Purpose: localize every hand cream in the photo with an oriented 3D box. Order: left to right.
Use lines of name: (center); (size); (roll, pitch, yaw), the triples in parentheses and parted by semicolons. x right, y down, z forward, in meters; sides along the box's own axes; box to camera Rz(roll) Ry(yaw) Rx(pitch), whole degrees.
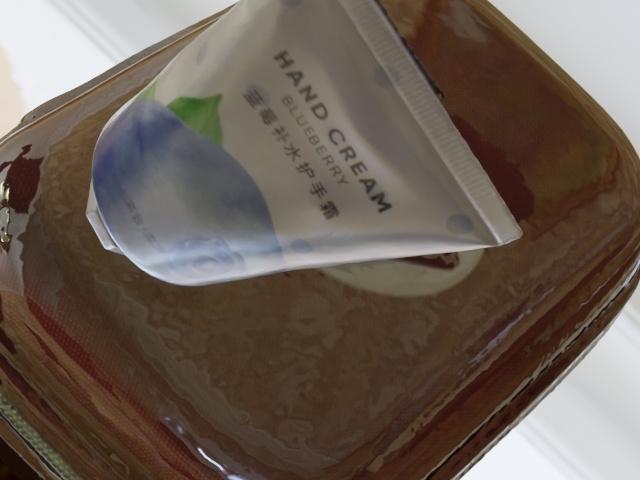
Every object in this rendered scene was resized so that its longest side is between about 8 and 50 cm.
hand cream: (-0.017, -0.021, 0.455); (0.053, 0.084, 0.142); (-43, 15, -32)

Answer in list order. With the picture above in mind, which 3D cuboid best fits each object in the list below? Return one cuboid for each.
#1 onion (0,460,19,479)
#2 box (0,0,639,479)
onion: (-0.196, 0.200, 0.950); (0.348, 0.348, 0.385); (-3, -85, -84)
box: (0.000, 0.000, 0.864); (0.404, 0.263, 0.108); (-37, -14, -44)
